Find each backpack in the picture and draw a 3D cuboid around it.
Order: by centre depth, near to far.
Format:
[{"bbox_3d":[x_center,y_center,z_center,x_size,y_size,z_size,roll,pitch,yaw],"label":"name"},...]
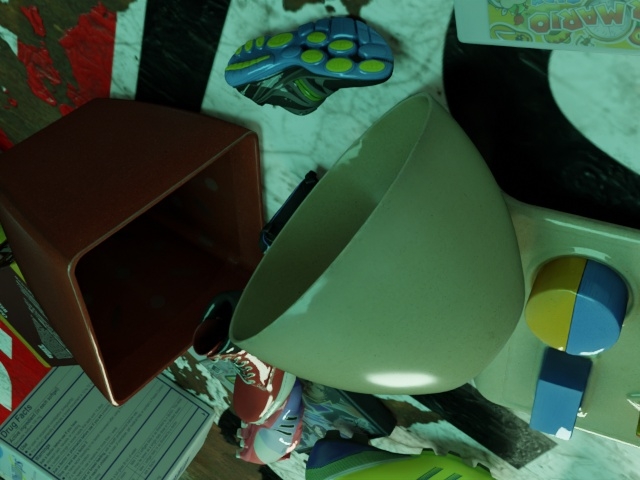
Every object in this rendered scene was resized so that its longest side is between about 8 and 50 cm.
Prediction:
[{"bbox_3d":[0.000,0.000,0.959,0.114,0.105,0.084,37,166,1],"label":"backpack"}]

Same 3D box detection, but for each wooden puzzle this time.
[{"bbox_3d":[0.315,0.126,0.858,0.347,0.080,0.322,19,140,22],"label":"wooden puzzle"}]

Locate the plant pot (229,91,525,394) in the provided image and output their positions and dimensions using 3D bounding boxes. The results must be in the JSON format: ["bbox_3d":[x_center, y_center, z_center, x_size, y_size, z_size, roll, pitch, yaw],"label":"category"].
[{"bbox_3d":[0.076,0.033,0.790,0.191,0.284,0.284,38,144,-11],"label":"plant pot"}]

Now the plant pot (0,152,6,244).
[{"bbox_3d":[-0.598,-0.063,1.277,0.228,0.227,0.207,33,137,5],"label":"plant pot"}]

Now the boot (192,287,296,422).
[{"bbox_3d":[-0.107,0.152,1.081,0.088,0.176,0.244,36,123,29],"label":"boot"}]

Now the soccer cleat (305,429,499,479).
[{"bbox_3d":[0.116,0.351,1.199,0.289,0.121,0.093,7,149,18],"label":"soccer cleat"}]

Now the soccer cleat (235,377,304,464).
[{"bbox_3d":[-0.058,0.267,1.271,0.095,0.083,0.248,9,141,-16],"label":"soccer cleat"}]

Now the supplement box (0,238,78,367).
[{"bbox_3d":[-0.383,0.074,1.255,0.194,0.129,0.191,-12,121,46],"label":"supplement box"}]

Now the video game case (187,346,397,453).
[{"bbox_3d":[-0.055,0.213,1.287,0.275,0.035,0.248,46,142,-12],"label":"video game case"}]

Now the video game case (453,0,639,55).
[{"bbox_3d":[0.196,-0.230,0.611,0.227,0.026,0.206,12,137,29],"label":"video game case"}]

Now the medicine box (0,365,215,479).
[{"bbox_3d":[-0.382,0.350,1.507,0.289,0.263,0.149,33,143,5],"label":"medicine box"}]

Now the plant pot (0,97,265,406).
[{"bbox_3d":[-0.243,-0.017,1.024,0.235,0.267,0.267,32,145,27],"label":"plant pot"}]

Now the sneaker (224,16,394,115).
[{"bbox_3d":[-0.006,-0.165,0.826,0.188,0.067,0.078,0,151,37],"label":"sneaker"}]

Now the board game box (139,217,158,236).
[{"bbox_3d":[-0.283,0.039,1.277,0.211,0.039,0.160,1,131,40],"label":"board game box"}]
